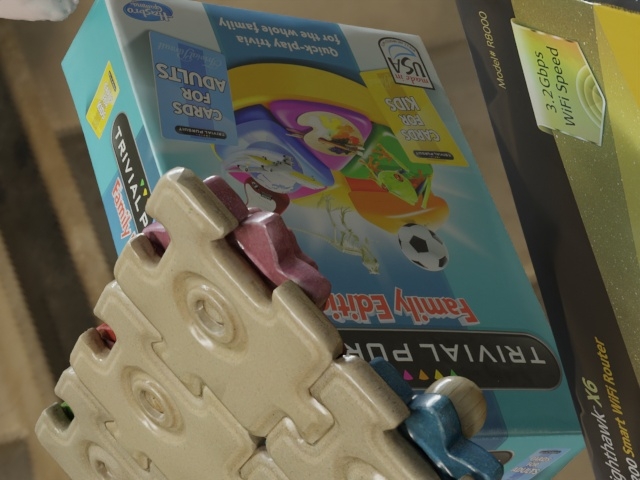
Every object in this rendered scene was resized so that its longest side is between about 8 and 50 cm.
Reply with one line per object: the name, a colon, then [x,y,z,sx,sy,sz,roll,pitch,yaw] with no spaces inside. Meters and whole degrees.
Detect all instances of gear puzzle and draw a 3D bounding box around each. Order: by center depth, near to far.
gear puzzle: [-0.033,0.102,0.611,0.175,0.339,0.044,47,-123,7]

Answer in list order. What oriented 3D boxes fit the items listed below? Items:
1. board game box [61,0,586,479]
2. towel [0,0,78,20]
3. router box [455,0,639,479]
board game box: [0.000,0.000,0.982,0.254,0.079,0.336,3,-129,-33]
towel: [-0.336,-0.257,0.923,0.317,0.332,0.053,7,-118,19]
router box: [0.193,0.024,0.611,0.081,0.309,0.243,-37,-143,-22]
